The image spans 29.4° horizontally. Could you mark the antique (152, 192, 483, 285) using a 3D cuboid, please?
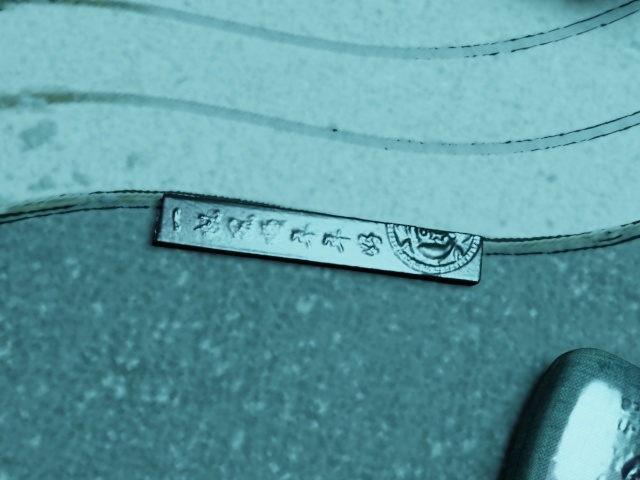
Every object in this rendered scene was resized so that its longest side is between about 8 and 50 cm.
[{"bbox_3d":[0.000,0.000,0.706,0.192,0.015,0.031,7,78,-8],"label":"antique"}]

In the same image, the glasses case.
[{"bbox_3d":[0.260,0.175,0.687,0.323,0.074,0.131,22,76,-5],"label":"glasses case"}]
